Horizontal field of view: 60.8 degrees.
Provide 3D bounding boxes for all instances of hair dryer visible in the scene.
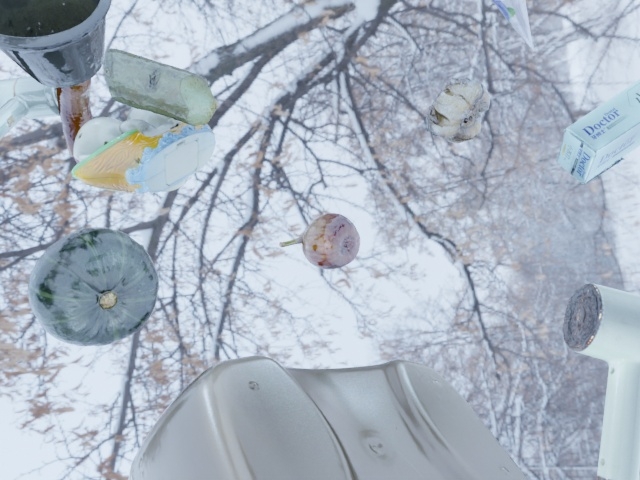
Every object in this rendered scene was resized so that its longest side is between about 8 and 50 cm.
[{"bbox_3d":[0.517,0.267,0.919,0.128,0.203,0.361,107,178,-74],"label":"hair dryer"},{"bbox_3d":[-0.749,-0.283,1.308,0.357,0.173,0.107,-85,-13,-48],"label":"hair dryer"}]

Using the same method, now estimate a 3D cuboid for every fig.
[{"bbox_3d":[0.008,-0.001,1.601,0.175,0.207,0.174,-7,-79,-39],"label":"fig"}]

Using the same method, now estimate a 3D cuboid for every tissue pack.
[{"bbox_3d":[0.003,0.286,0.569,0.387,0.276,0.267,12,-148,-39],"label":"tissue pack"}]

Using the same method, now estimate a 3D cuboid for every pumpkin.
[{"bbox_3d":[-0.547,0.115,1.333,0.300,0.207,0.299,-14,-69,-39],"label":"pumpkin"}]

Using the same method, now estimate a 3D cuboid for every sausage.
[{"bbox_3d":[-0.597,-0.319,1.338,0.076,0.302,0.103,-25,-118,-31],"label":"sausage"}]

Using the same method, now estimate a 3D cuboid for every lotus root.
[{"bbox_3d":[0.348,-0.321,1.374,0.078,0.167,0.329,32,-161,-13],"label":"lotus root"}]

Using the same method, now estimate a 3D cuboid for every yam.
[{"bbox_3d":[-0.206,-0.198,0.713,0.147,0.069,0.069,15,-124,-14],"label":"yam"}]

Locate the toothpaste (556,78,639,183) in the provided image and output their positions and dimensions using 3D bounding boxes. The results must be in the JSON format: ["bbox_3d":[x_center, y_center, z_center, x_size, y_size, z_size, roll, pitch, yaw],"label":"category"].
[{"bbox_3d":[0.498,-0.206,0.820,0.071,0.313,0.089,53,171,30],"label":"toothpaste"}]

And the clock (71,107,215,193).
[{"bbox_3d":[-0.258,-0.139,0.793,0.231,0.144,0.103,-40,-31,-45],"label":"clock"}]

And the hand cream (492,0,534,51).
[{"bbox_3d":[0.339,-0.405,0.954,0.142,0.053,0.084,42,-140,-41],"label":"hand cream"}]

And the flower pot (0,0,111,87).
[{"bbox_3d":[-0.541,-0.421,1.103,0.166,0.269,0.268,96,180,-58],"label":"flower pot"}]
